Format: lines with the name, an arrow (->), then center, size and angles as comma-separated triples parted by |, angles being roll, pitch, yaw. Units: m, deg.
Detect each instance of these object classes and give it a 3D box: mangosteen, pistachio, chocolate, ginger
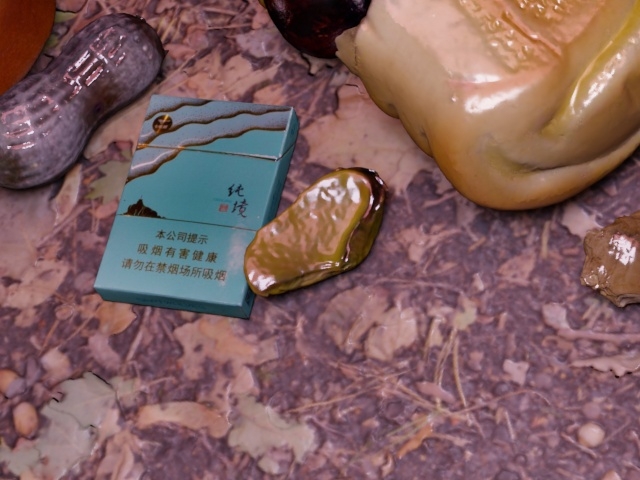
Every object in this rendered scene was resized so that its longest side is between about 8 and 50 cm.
mangosteen -> -0.002, -0.262, 1.663 | 0.152, 0.152, 0.152 | -5, 62, 10
pistachio -> 0.000, 0.000, 1.576 | 0.173, 0.049, 0.089 | -40, 75, -10
chocolate -> -0.264, -0.147, 1.684 | 0.110, 0.110, 0.248 | 38, 78, 27
ginger -> 0.324, 0.026, 1.484 | 0.165, 0.067, 0.096 | 22, 70, 8

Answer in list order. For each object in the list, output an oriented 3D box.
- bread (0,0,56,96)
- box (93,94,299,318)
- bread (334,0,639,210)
bread -> -0.448, -0.248, 1.754 | 0.295, 0.114, 0.327 | -44, 52, -9
box -> -0.125, -0.039, 1.631 | 0.162, 0.041, 0.229 | 7, 65, 16
bread -> 0.208, -0.184, 1.544 | 0.315, 0.211, 0.270 | -44, 72, -5
